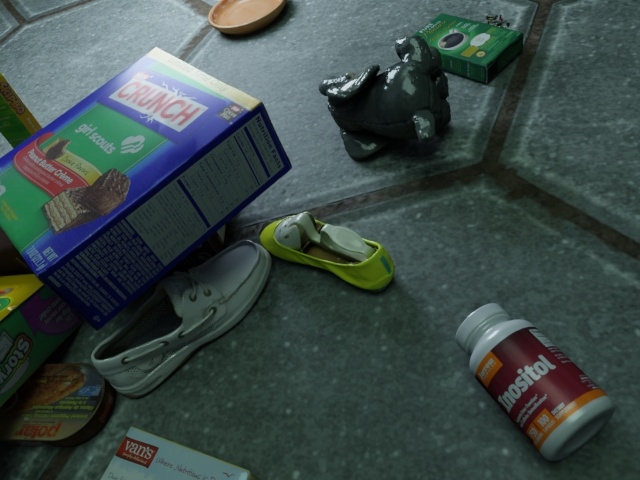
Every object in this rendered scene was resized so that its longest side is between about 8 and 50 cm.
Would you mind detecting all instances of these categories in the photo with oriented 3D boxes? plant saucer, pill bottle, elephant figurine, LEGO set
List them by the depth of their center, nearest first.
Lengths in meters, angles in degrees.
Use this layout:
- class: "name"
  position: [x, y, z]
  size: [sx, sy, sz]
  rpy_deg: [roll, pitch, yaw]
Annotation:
- class: "pill bottle"
  position: [0.212, 0.139, 0.552]
  size: [0.086, 0.086, 0.152]
  rpy_deg: [-32, 48, -8]
- class: "elephant figurine"
  position: [0.080, -0.219, 0.874]
  size: [0.239, 0.186, 0.169]
  rpy_deg: [-7, 92, 27]
- class: "LEGO set"
  position: [0.330, -0.401, 1.008]
  size: [0.054, 0.023, 0.083]
  rpy_deg: [14, 44, 25]
- class: "plant saucer"
  position: [-0.174, -0.560, 1.299]
  size: [0.200, 0.037, 0.200]
  rpy_deg: [-10, 49, 12]

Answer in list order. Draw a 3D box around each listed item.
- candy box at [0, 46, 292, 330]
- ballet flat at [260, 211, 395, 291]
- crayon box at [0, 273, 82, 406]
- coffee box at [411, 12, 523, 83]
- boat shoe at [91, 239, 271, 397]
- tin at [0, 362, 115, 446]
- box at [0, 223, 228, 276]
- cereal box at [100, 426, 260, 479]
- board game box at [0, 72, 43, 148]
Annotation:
- class: "candy box"
  position: [-0.245, -0.088, 0.694]
  size: [0.317, 0.122, 0.268]
  rpy_deg: [-42, 51, -18]
- class: "ballet flat"
  position: [0.000, 0.000, 0.746]
  size: [0.231, 0.077, 0.077]
  rpy_deg: [21, 62, 32]
- class: "crayon box"
  position: [-0.555, 0.180, 0.683]
  size: [0.313, 0.106, 0.363]
  rpy_deg: [-6, 27, 15]
- class: "coffee box"
  position: [0.260, -0.356, 0.977]
  size: [0.113, 0.040, 0.184]
  rpy_deg: [-43, 52, -18]
- class: "boat shoe"
  position: [-0.181, 0.088, 0.722]
  size: [0.098, 0.096, 0.277]
  rpy_deg: [30, 66, 36]
- class: "tin"
  position: [-0.366, 0.221, 0.717]
  size: [0.189, 0.040, 0.106]
  rpy_deg: [-4, 47, 16]
- class: "box"
  position: [-0.345, -0.038, 0.859]
  size: [0.381, 0.143, 0.191]
  rpy_deg: [-13, 50, 11]
- class: "cereal box"
  position: [-0.187, 0.335, 0.552]
  size: [0.173, 0.047, 0.240]
  rpy_deg: [9, 55, 25]
- class: "board game box"
  position: [-0.605, -0.244, 1.034]
  size: [0.124, 0.259, 0.039]
  rpy_deg: [15, 57, 29]
